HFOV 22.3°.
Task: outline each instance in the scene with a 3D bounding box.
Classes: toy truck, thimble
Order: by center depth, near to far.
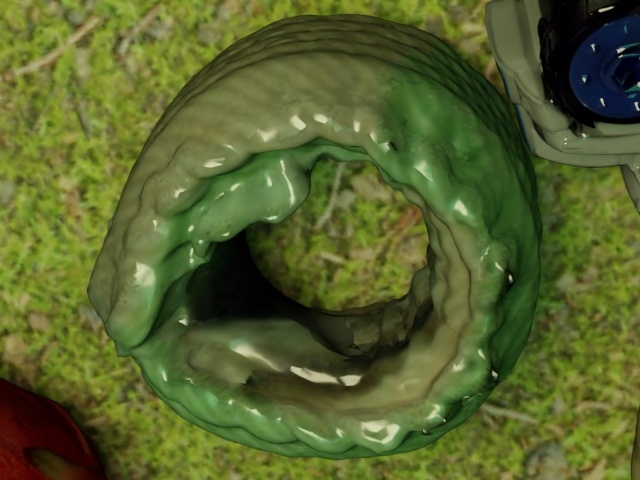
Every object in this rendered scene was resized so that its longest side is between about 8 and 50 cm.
[{"bbox_3d":[0.193,-0.093,0.779,0.213,0.161,0.177,-13,128,9],"label":"toy truck"},{"bbox_3d":[0.000,0.000,0.801,0.219,0.150,0.219,2,111,6],"label":"thimble"}]

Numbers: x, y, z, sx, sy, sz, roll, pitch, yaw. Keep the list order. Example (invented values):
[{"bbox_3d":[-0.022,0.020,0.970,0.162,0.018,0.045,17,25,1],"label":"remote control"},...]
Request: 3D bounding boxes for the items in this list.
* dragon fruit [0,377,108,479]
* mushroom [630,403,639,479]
[{"bbox_3d":[-0.194,0.154,0.857,0.172,0.172,0.209,-42,100,15],"label":"dragon fruit"},{"bbox_3d":[0.246,0.155,0.804,0.195,0.189,0.253,-35,81,-29],"label":"mushroom"}]
